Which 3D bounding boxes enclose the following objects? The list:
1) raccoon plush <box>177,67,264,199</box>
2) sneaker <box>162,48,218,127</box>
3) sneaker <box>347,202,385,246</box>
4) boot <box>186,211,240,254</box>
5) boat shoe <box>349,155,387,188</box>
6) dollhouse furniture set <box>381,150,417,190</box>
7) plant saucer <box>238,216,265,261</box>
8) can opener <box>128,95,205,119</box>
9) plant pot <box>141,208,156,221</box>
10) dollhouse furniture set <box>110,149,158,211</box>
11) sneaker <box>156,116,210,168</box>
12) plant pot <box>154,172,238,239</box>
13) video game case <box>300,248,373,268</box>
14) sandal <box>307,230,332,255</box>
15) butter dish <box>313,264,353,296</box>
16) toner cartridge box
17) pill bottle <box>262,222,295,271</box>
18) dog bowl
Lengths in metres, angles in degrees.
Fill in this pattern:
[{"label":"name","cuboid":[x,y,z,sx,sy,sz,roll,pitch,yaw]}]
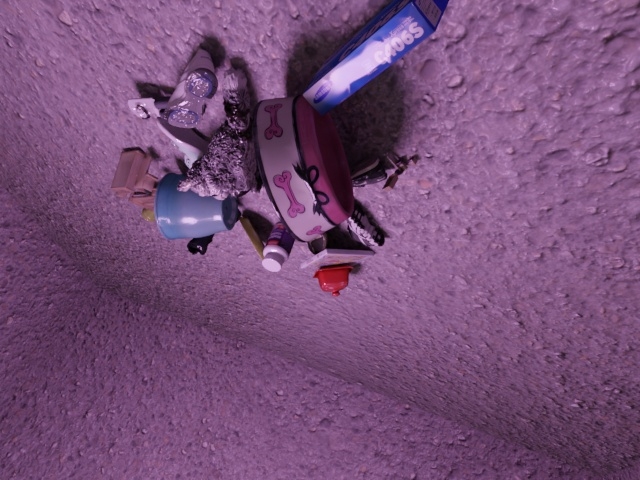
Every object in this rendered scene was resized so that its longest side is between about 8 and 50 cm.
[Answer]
[{"label":"raccoon plush","cuboid":[-0.339,-0.330,1.410,0.298,0.216,0.447,8,115,18]},{"label":"sneaker","cuboid":[-0.392,-0.452,1.313,0.110,0.130,0.297,17,148,-36]},{"label":"sneaker","cuboid":[0.131,-0.051,1.565,0.106,0.078,0.234,-14,132,43]},{"label":"boot","cuboid":[-0.472,-0.036,1.889,0.246,0.207,0.094,-15,129,46]},{"label":"boat shoe","cuboid":[0.107,-0.193,1.375,0.232,0.084,0.079,-15,129,43]},{"label":"dollhouse furniture set","cuboid":[0.210,-0.211,1.251,0.081,0.114,0.091,44,146,-18]},{"label":"plant saucer","cuboid":[-0.278,-0.004,1.851,0.241,0.037,0.241,59,175,9]},{"label":"can opener","cuboid":[-0.520,-0.459,1.449,0.279,0.093,0.074,4,144,17]},{"label":"plant pot","cuboid":[-0.821,-0.146,2.110,0.083,0.083,0.079,40,133,-21]},{"label":"dollhouse furniture set","cuboid":[-0.711,-0.244,1.910,0.302,0.174,0.355,3,165,32]},{"label":"sneaker","cuboid":[-0.505,-0.341,1.577,0.255,0.094,0.151,37,140,-21]},{"label":"plant pot","cuboid":[-0.481,-0.133,1.728,0.254,0.272,0.272,2,143,10]},{"label":"video game case","cuboid":[0.066,0.078,1.733,0.226,0.026,0.206,4,160,-31]},{"label":"sandal","cuboid":[-0.001,-0.001,1.730,0.120,0.086,0.303,45,169,14]},{"label":"butter dish","cuboid":[0.057,0.176,1.799,0.159,0.119,0.160,-6,164,-8]},{"label":"toner cartridge box","cuboid":[0.114,-0.429,0.959,0.075,0.165,0.347,42,144,-21]},{"label":"pill bottle","cuboid":[-0.173,0.030,1.772,0.107,0.194,0.108,10,139,9]},{"label":"dog bowl","cuboid":[-0.027,-0.208,1.184,0.150,0.408,0.408,-15,134,17]}]
